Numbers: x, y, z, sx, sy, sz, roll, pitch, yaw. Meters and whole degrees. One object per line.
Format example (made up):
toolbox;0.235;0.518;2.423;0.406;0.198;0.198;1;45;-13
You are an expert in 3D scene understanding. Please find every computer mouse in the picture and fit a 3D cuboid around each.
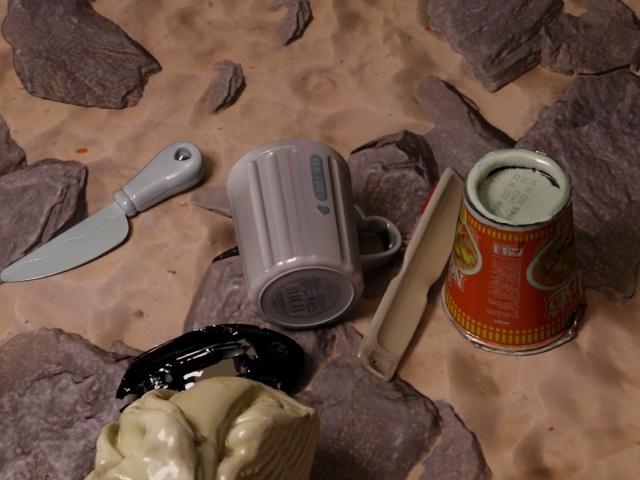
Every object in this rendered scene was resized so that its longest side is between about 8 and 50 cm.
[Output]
computer mouse;-0.134;0.162;1.615;0.241;0.078;0.146;-17;47;-9

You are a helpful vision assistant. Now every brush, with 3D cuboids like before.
brush;0.121;0.041;1.710;0.060;0.050;0.321;40;57;-19

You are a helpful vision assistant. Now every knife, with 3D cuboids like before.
knife;-0.294;-0.027;1.832;0.331;0.044;0.080;-39;62;-18

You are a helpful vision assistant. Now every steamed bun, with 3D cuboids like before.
steamed bun;-0.151;0.273;1.408;0.203;0.276;0.289;11;74;30

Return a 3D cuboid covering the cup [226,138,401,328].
cup;-0.004;-0.009;1.697;0.221;0.167;0.202;-10;51;0

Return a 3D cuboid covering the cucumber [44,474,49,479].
cucumber;-0.341;0.342;1.502;0.039;0.039;0.168;13;54;17

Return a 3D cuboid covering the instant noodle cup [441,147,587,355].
instant noodle cup;0.242;0.005;1.623;0.193;0.212;0.193;-3;49;3
